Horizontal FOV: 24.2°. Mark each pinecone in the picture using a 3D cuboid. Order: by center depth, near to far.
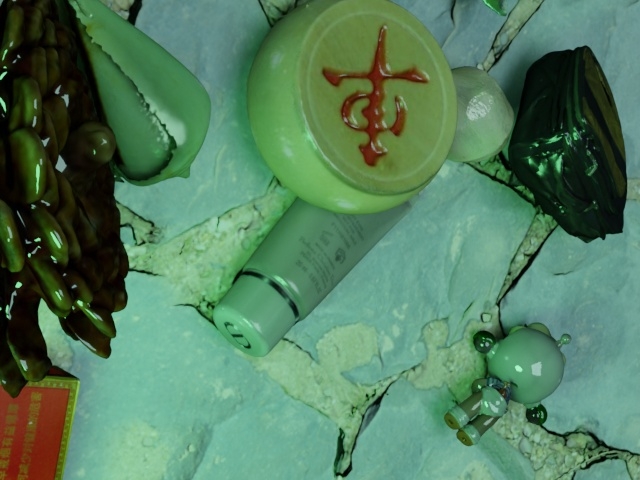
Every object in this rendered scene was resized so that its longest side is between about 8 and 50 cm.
[{"bbox_3d":[-0.340,-0.040,1.310,0.398,0.398,0.398,-8,104,-33],"label":"pinecone"}]

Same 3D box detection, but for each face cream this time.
[{"bbox_3d":[0.000,0.000,1.718,0.314,0.089,0.143,-48,119,-26],"label":"face cream"}]

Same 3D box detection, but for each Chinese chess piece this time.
[{"bbox_3d":[0.040,-0.153,1.668,0.251,0.097,0.251,5,81,-34],"label":"Chinese chess piece"}]

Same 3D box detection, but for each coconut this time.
[{"bbox_3d":[0.168,-0.156,1.791,0.110,0.110,0.124,-47,124,-18],"label":"coconut"}]

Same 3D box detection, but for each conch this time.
[{"bbox_3d":[-0.224,-0.150,1.512,0.250,0.143,0.137,33,38,-21],"label":"conch"}]

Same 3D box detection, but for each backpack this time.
[{"bbox_3d":[0.320,-0.104,1.872,0.258,0.133,0.206,52,39,-40],"label":"backpack"}]

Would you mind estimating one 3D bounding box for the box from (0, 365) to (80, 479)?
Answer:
[{"bbox_3d":[-0.374,0.199,1.511,0.240,0.074,0.153,8,99,-36],"label":"box"}]

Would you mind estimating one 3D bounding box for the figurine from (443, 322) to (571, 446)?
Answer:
[{"bbox_3d":[0.238,0.182,1.912,0.197,0.093,0.147,-37,96,-14],"label":"figurine"}]

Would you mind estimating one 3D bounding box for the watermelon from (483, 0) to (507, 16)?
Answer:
[{"bbox_3d":[0.181,-0.353,1.792,0.101,0.080,0.155,7,99,0],"label":"watermelon"}]
